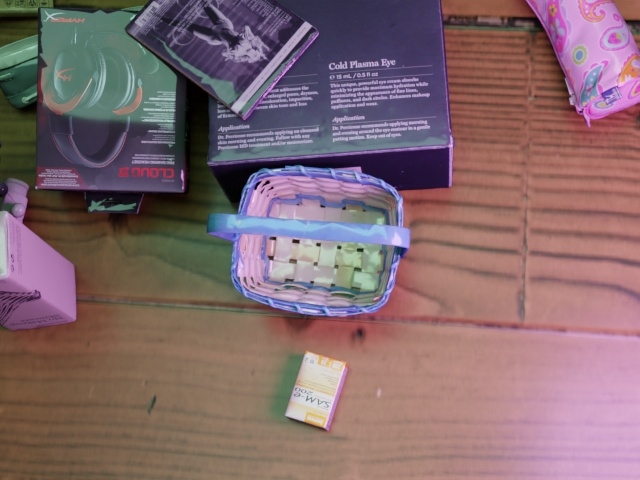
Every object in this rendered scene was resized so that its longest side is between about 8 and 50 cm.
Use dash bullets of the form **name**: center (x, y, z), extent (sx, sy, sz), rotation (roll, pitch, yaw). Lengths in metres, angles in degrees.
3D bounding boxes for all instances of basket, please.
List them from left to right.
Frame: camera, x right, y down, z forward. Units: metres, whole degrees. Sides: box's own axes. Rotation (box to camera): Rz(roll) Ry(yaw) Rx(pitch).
- **basket**: center (0.000, 0.000, 1.453), extent (0.255, 0.289, 0.201), rotation (6, 81, 9)

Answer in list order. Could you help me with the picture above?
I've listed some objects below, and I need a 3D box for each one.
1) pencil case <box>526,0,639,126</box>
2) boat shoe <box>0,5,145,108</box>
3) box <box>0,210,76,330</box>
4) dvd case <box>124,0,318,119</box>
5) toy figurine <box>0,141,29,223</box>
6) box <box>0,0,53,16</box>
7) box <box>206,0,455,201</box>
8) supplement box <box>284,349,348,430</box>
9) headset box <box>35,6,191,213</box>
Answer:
- **pencil case**: center (0.385, -0.314, 1.595), extent (0.124, 0.124, 0.284), rotation (-21, 73, 0)
- **boat shoe**: center (-0.357, -0.293, 1.704), extent (0.320, 0.116, 0.099), rotation (-17, 115, -6)
- **box**: center (-0.434, 0.049, 1.498), extent (0.113, 0.275, 0.094), rotation (-9, 73, 5)
- **dvd case**: center (-0.139, -0.293, 1.510), extent (0.221, 0.018, 0.164), rotation (37, 81, 13)
- **toy figurine**: center (-0.546, -0.051, 1.576), extent (0.213, 0.209, 0.148), rotation (2, 62, 7)
- **box**: center (-0.541, -0.440, 1.757), extent (0.201, 0.021, 0.164), rotation (-3, 72, -14)
- **box**: center (0.015, -0.238, 1.583), extent (0.344, 0.179, 0.312), rotation (-3, 74, 5)
- **supplement box**: center (-0.005, 0.212, 1.524), extent (0.062, 0.036, 0.098), rotation (15, 76, 11)
- **headset box**: center (-0.301, -0.187, 1.591), extent (0.218, 0.110, 0.293), rotation (2, 93, -3)
